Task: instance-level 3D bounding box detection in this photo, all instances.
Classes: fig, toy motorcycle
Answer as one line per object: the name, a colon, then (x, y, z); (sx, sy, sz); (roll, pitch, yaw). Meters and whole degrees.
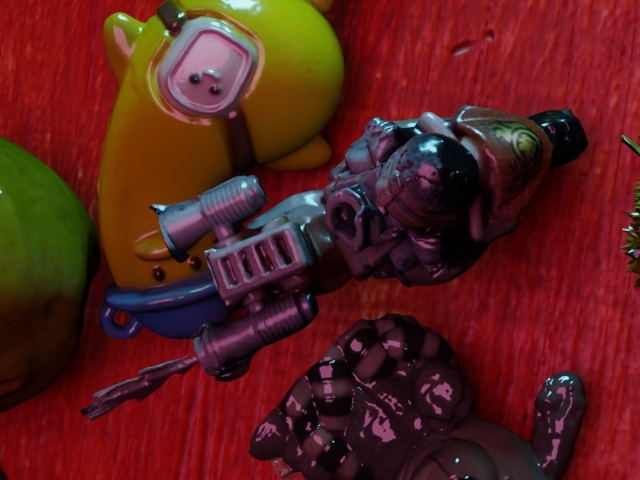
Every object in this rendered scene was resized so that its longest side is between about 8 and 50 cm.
fig: (-0.301, 0.007, 1.508); (0.239, 0.239, 0.271); (-40, 69, 16)
toy motorcycle: (0.000, 0.000, 1.347); (0.401, 0.207, 0.134); (-22, 89, 6)

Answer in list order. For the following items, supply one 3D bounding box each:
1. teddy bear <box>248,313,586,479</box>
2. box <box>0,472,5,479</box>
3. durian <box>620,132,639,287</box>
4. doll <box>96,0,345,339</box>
teddy bear: (0.095, 0.143, 1.373); (0.251, 0.144, 0.171); (29, 86, 21)
box: (-0.300, 0.278, 1.587); (0.162, 0.041, 0.229); (-41, 72, 15)
durian: (0.270, 0.012, 1.355); (0.215, 0.086, 0.100); (42, 69, 18)
doll: (-0.088, -0.089, 1.465); (0.199, 0.145, 0.363); (23, 99, -10)
